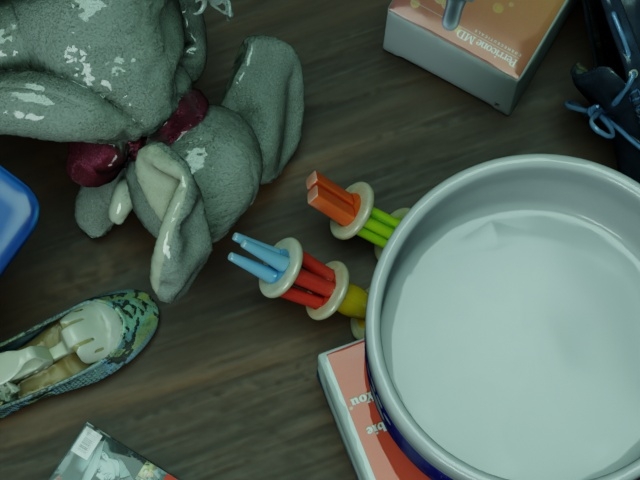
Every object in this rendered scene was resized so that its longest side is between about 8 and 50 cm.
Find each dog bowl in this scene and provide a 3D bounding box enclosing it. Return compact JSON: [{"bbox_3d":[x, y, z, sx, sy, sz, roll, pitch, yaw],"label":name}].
[{"bbox_3d":[0.165,0.074,1.505,0.265,0.104,0.264,0,74,-1],"label":"dog bowl"}]

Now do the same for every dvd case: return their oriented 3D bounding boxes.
[{"bbox_3d":[-0.163,0.214,1.601,0.119,0.013,0.087,30,76,6],"label":"dvd case"}]

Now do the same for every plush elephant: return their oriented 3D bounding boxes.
[{"bbox_3d":[-0.150,-0.099,1.585,0.330,0.272,0.255,-5,113,35],"label":"plush elephant"}]

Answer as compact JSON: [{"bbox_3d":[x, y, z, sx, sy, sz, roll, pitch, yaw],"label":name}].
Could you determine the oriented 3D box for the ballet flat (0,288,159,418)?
[{"bbox_3d":[-0.217,0.093,1.609,0.188,0.070,0.070,-30,77,-9],"label":"ballet flat"}]

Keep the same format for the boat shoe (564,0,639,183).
[{"bbox_3d":[0.244,-0.142,1.639,0.089,0.109,0.258,-11,94,-17],"label":"boat shoe"}]

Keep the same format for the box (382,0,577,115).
[{"bbox_3d":[0.151,-0.218,1.686,0.130,0.091,0.170,29,76,7],"label":"box"}]

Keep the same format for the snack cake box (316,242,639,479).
[{"bbox_3d":[0.145,0.122,1.591,0.264,0.089,0.152,-20,77,-6],"label":"snack cake box"}]

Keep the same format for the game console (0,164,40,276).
[{"bbox_3d":[-0.388,0.004,1.562,0.293,0.250,0.173,36,59,9],"label":"game console"}]

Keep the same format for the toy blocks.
[{"bbox_3d":[0.000,0.000,1.604,0.148,0.054,0.123,27,72,-31],"label":"toy blocks"}]
